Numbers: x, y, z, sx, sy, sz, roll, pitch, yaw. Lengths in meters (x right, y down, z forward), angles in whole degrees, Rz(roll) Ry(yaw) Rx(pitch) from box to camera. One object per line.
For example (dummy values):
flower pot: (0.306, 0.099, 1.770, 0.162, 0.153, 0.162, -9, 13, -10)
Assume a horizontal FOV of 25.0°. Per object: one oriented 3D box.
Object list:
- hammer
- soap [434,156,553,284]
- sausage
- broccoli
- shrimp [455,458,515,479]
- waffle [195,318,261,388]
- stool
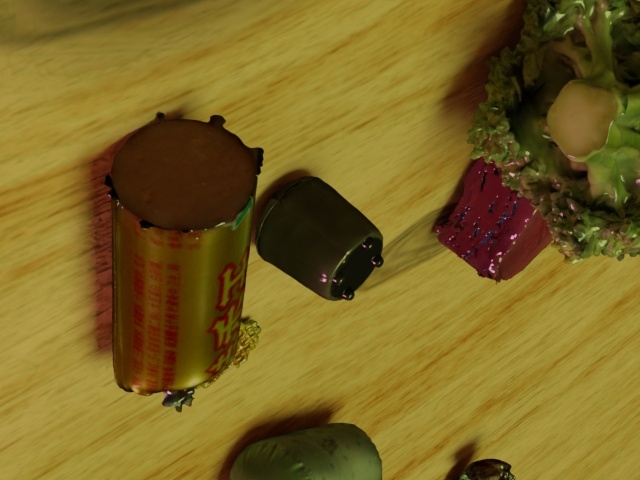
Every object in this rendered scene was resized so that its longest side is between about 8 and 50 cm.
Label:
hammer: (-0.071, 0.360, 1.732, 0.206, 0.119, 0.335, -2, 133, -53)
soap: (0.244, -0.066, 1.659, 0.250, 0.099, 0.162, -46, 159, -6)
sausage: (-0.123, 0.049, 1.236, 0.125, 0.117, 0.317, -37, 150, -35)
broccoli: (0.281, -0.119, 1.471, 0.260, 0.288, 0.235, -27, 164, -40)
shrimp: (0.205, 0.507, 2.268, 0.221, 0.166, 0.410, 9, 108, -21)
waffle: (-0.095, 0.113, 1.468, 0.085, 0.016, 0.078, -24, 144, -41)
stool: (0.000, 0.000, 1.364, 0.096, 0.110, 0.096, -39, 151, -27)
